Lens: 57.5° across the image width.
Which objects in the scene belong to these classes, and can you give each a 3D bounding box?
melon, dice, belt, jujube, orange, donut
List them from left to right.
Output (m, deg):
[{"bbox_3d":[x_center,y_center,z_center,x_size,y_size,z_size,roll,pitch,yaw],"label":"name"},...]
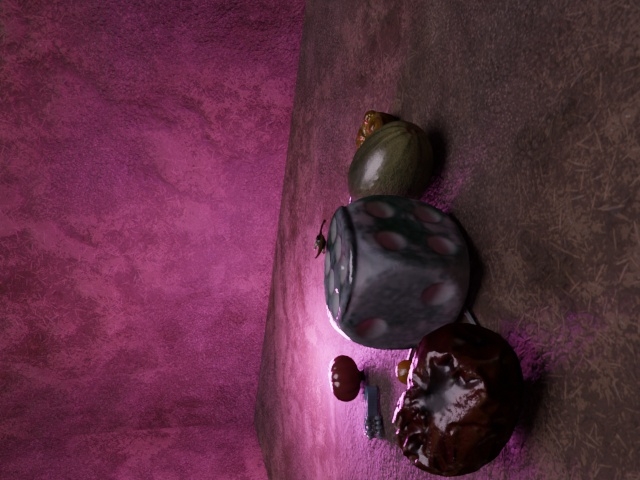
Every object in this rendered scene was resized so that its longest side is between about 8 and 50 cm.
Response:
[{"bbox_3d":[0.185,0.620,2.112,0.100,0.065,0.179,146,124,-80],"label":"belt"},{"bbox_3d":[0.201,-0.339,2.043,0.226,0.114,0.226,-179,90,-72],"label":"donut"},{"bbox_3d":[0.193,0.086,1.640,0.328,0.348,0.330,-102,23,-51],"label":"dice"},{"bbox_3d":[0.215,-0.212,1.792,0.329,0.249,0.248,114,152,-43],"label":"melon"},{"bbox_3d":[0.276,0.414,1.832,0.085,0.085,0.085,-179,90,-72],"label":"orange"},{"bbox_3d":[0.320,0.379,1.372,0.276,0.276,0.376,-115,25,-54],"label":"jujube"}]

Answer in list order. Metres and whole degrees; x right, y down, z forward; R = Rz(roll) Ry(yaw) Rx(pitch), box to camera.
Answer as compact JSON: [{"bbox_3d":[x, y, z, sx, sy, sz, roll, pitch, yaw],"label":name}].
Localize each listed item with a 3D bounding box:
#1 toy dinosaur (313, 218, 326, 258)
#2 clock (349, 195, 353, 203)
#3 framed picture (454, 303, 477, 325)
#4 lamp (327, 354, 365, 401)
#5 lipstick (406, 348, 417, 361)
[{"bbox_3d":[-0.002,0.011,1.727,0.180,0.037,0.058,-89,2,-49],"label":"toy dinosaur"},{"bbox_3d":[0.155,-0.050,2.150,0.280,0.055,0.280,173,90,-84],"label":"clock"},{"bbox_3d":[0.388,0.301,1.583,0.273,0.016,0.216,-109,26,-48],"label":"framed picture"},{"bbox_3d":[0.102,0.534,2.270,0.182,0.140,0.182,172,90,-88],"label":"lamp"},{"bbox_3d":[0.287,0.383,1.871,0.027,0.027,0.176,-112,28,-50],"label":"lipstick"}]
